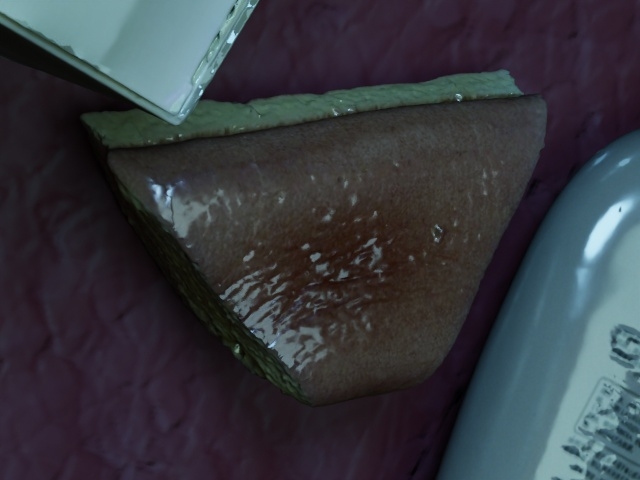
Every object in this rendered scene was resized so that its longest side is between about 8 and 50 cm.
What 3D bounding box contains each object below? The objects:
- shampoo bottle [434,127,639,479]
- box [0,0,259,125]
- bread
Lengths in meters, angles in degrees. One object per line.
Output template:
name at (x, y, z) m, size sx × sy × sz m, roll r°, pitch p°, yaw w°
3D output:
shampoo bottle at (0.126, 0.045, 0.837) m, size 0.127 × 0.078 × 0.257 m, roll 30°, pitch 88°, yaw -31°
box at (-0.057, -0.157, 0.613) m, size 0.095 × 0.168 × 0.212 m, roll 30°, pitch 88°, yaw -29°
bread at (0.000, 0.000, 0.754) m, size 0.192 × 0.067 × 0.119 m, roll -6°, pitch 99°, yaw -31°
